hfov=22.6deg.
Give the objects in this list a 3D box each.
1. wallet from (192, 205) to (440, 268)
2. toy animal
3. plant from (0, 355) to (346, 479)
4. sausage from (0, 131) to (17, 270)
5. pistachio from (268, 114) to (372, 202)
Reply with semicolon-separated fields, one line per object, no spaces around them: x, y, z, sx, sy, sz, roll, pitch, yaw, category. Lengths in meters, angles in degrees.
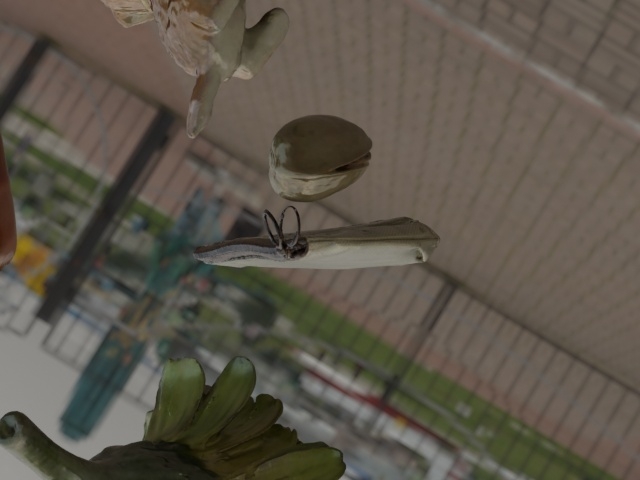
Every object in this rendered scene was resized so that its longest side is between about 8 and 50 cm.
-0.001;0.003;2.111;0.275;0.068;0.335;2;176;-27;wallet
-0.130;-0.182;1.280;0.185;0.184;0.104;19;164;25;toy animal
-0.153;0.241;1.258;0.297;0.261;0.306;9;-142;-33;plant
-0.464;-0.101;2.146;0.083;0.300;0.089;-4;-161;7;sausage
-0.002;-0.102;1.939;0.149;0.113;0.113;-17;-153;-34;pistachio
